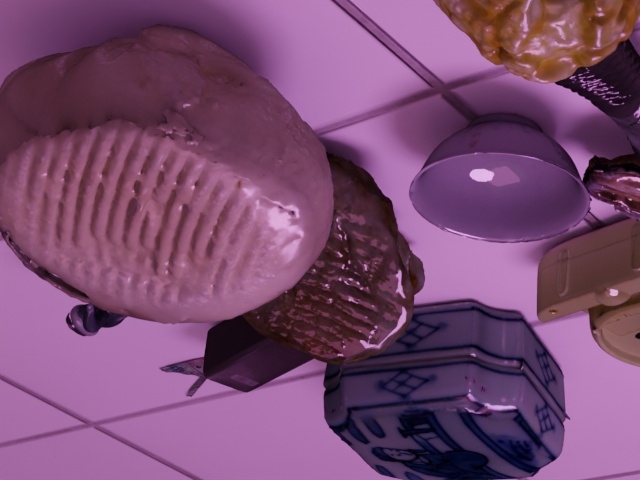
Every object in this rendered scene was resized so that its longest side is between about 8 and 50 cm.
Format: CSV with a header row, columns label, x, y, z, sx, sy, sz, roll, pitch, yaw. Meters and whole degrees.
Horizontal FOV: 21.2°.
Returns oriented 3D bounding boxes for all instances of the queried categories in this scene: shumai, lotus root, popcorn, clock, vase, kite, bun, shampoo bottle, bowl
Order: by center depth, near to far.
label,x,y,z,sx,sy,sz,roll,pitch,yaw
popcorn,0.185,-0.232,1.417,0.188,0.185,0.167,22,152,-13
vase,0.281,-0.153,1.623,0.115,0.115,0.237,-14,149,33
bun,-0.158,-0.077,1.723,0.360,0.211,0.359,11,141,9
bowl,0.191,-0.078,1.788,0.189,0.086,0.189,6,153,3
lotus root,0.432,-0.050,1.791,0.329,0.078,0.167,15,161,-11
shumai,0.000,0.000,1.947,0.222,0.203,0.271,-20,107,16
clock,0.424,0.077,2.008,0.308,0.096,0.235,27,145,-35
shampoo bottle,-0.057,0.121,2.208,0.080,0.079,0.246,22,148,-28
kite,-0.165,0.198,2.451,0.137,0.005,0.152,10,152,-5

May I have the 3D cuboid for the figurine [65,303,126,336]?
label,x,y,z,sx,sy,sz,roll,pitch,yaw
figurine,-0.223,0.031,2.028,0.265,0.140,0.193,-36,116,21

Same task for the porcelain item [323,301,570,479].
label,x,y,z,sx,sy,sz,roll,pitch,yaw
porcelain item,0.166,0.210,2.248,0.286,0.157,0.281,-7,147,23
